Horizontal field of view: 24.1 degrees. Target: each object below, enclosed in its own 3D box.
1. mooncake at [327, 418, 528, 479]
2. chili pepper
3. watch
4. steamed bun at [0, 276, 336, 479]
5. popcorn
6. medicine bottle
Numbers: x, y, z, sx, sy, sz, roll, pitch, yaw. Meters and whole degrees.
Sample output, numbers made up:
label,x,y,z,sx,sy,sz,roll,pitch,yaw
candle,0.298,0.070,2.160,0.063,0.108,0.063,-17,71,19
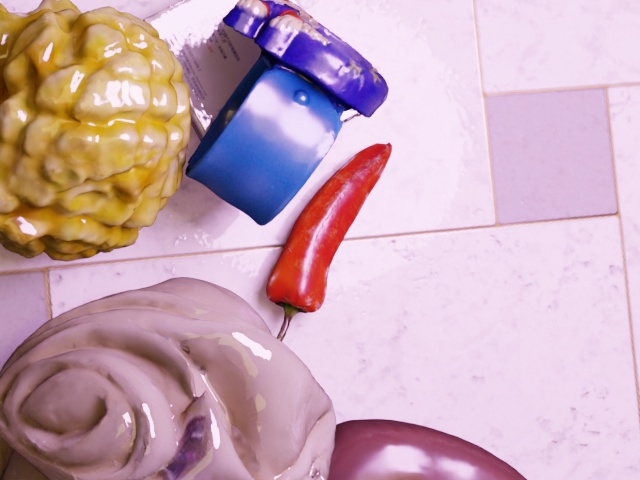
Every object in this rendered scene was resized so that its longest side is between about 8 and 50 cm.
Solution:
label,x,y,z,sx,sy,sz,roll,pitch,yaw
mooncake,0.085,0.341,1.550,0.334,0.174,0.325,-28,96,-14
chili pepper,0.000,0.000,1.599,0.063,0.071,0.272,20,74,27
watch,-0.047,-0.126,1.486,0.171,0.196,0.200,34,98,-1
steamed bun,-0.167,0.196,1.407,0.343,0.255,0.367,13,73,17
popcorn,-0.242,-0.107,1.448,0.224,0.270,0.257,-2,97,-28
medicine bottle,-0.073,-0.182,1.594,0.171,0.052,0.201,-31,94,-13
